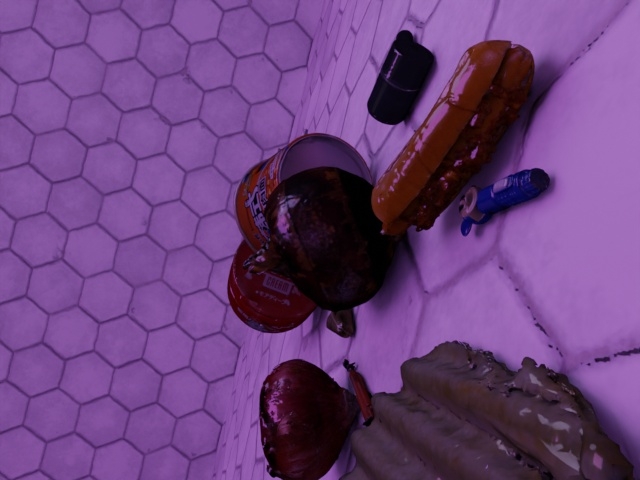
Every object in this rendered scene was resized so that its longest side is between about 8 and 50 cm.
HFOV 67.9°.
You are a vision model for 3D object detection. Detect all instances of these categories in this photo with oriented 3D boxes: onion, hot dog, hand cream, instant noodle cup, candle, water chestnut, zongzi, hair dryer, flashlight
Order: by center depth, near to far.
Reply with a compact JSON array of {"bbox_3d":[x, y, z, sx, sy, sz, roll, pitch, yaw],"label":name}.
[{"bbox_3d":[0.166,-0.041,0.455,0.121,0.036,0.057,144,141,-72],"label":"flashlight"},{"bbox_3d":[0.137,-0.089,0.507,0.076,0.102,0.249,60,135,30],"label":"hot dog"},{"bbox_3d":[0.059,0.219,0.706,0.026,0.021,0.167,-49,14,5],"label":"candle"},{"bbox_3d":[0.000,0.000,0.717,0.223,0.238,0.223,60,-176,-6],"label":"water chestnut"},{"bbox_3d":[-0.014,0.267,0.721,0.147,0.184,0.183,-21,42,22],"label":"onion"},{"bbox_3d":[0.137,-0.308,0.825,0.124,0.072,0.219,116,169,-47],"label":"hair dryer"},{"bbox_3d":[0.047,0.128,0.843,0.083,0.040,0.076,-60,17,-8],"label":"zongzi"},{"bbox_3d":[-0.025,-0.081,0.935,0.192,0.251,0.250,-26,51,62],"label":"instant noodle cup"},{"bbox_3d":[-0.099,0.091,1.088,0.149,0.231,0.230,124,156,-61],"label":"hand cream"}]

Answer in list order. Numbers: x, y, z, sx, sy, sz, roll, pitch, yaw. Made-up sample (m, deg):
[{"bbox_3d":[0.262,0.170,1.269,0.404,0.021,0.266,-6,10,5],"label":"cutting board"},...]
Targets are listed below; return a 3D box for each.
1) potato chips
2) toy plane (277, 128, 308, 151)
[{"bbox_3d":[0.100,0.261,0.378,0.429,0.070,0.357,166,120,-75],"label":"potato chips"},{"bbox_3d":[-0.055,-0.179,1.331,0.107,0.181,0.273,-1,37,44],"label":"toy plane"}]
